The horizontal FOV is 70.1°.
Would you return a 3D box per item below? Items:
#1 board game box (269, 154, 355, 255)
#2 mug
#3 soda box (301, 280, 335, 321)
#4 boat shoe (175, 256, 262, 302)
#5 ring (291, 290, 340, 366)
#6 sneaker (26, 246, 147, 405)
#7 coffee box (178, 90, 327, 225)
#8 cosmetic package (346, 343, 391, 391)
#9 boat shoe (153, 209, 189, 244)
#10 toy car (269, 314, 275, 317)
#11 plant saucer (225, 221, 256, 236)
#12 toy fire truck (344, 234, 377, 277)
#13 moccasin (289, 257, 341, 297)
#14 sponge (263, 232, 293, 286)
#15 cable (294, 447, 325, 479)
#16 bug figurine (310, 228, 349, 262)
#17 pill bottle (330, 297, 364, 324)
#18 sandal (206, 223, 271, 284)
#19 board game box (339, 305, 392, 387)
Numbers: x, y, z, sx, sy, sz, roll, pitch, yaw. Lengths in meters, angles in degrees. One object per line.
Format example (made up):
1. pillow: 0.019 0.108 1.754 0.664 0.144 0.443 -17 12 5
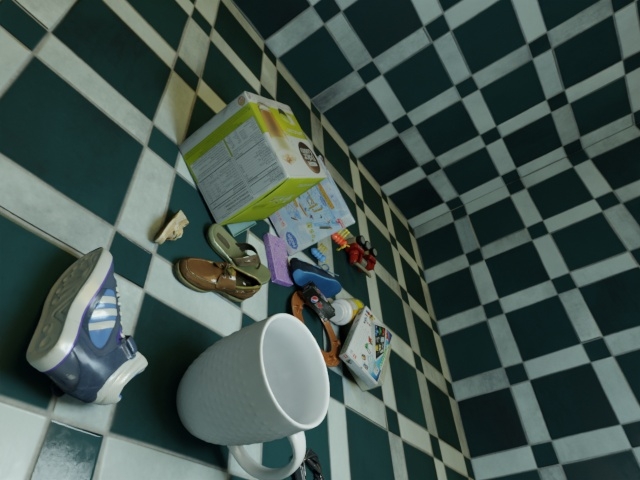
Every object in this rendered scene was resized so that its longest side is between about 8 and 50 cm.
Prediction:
1. board game box: -0.063 -0.145 1.942 0.319 0.317 0.066 63 9 -4
2. mug: -0.168 0.411 1.139 0.276 0.327 0.375 -9 74 -65
3. soda box: -0.008 0.249 1.861 0.169 0.060 0.053 53 11 -20
4. boat shoe: -0.310 0.108 1.435 0.307 0.104 0.111 28 41 -53
5. ring: -0.008 0.348 1.841 0.337 0.032 0.337 53 15 -20
6. sneaker: -0.475 0.197 1.003 0.323 0.130 0.236 -95 159 -49
7. coffee box: -0.237 -0.285 1.682 0.335 0.338 0.337 62 24 5
8. cosmetic package: 0.230 0.529 2.119 0.160 0.113 0.309 59 23 -10
9. boat shoe: -0.438 -0.032 1.366 0.059 0.063 0.170 48 26 -18
10. toy car: -0.091 0.392 1.664 0.225 0.053 0.239 31 39 -51
11. plant saucer: -0.305 -0.066 1.736 0.067 0.018 0.192 61 24 -6
12. toy fire truck: 0.235 0.120 2.531 0.217 0.158 0.247 42 43 -42
13. moccasin: -0.013 0.149 1.959 0.342 0.137 0.117 43 15 -55
14. sponge: -0.171 0.079 1.848 0.117 0.031 0.210 28 42 -54
15. cable: -0.032 0.757 1.433 0.150 0.047 0.185 31 37 -59
16. bug figurine: 0.000 0.000 2.071 0.216 0.279 0.072 40 53 -8
17. pill bottle: 0.113 0.323 2.079 0.215 0.117 0.117 11 56 -61
18. sandal: -0.272 0.052 1.594 0.303 0.086 0.120 48 28 -33
19. board game box: 0.201 0.446 1.951 0.193 0.053 0.305 48 36 -10
